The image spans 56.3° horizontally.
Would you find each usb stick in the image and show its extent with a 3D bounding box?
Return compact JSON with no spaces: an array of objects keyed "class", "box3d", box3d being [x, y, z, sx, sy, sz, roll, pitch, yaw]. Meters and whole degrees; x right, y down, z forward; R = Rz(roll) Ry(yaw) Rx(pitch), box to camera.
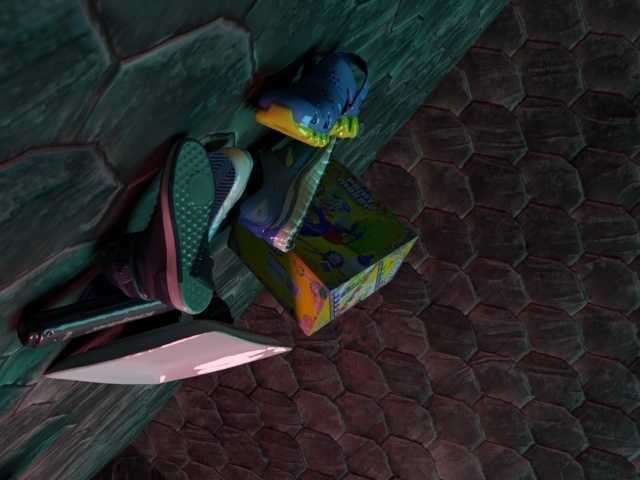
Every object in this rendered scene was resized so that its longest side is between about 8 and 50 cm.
[{"class":"usb stick","box3d":[-0.281,0.096,0.861,0.278,0.045,0.077,-13,171,-41]}]

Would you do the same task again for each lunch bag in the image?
[{"class":"lunch bag","box3d":[-0.323,0.092,0.936,0.067,0.065,0.098,-50,176,29]}]

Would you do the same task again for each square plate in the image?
[{"class":"square plate","box3d":[-0.275,0.219,1.162,0.344,0.049,0.347,-17,160,15]}]

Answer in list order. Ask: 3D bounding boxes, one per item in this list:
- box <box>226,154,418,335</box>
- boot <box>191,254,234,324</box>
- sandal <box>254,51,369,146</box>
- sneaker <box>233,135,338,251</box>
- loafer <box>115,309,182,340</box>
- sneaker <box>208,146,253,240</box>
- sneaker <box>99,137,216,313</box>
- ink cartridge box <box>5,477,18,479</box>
[{"class":"box","box3d":[0.000,0.000,1.324,0.279,0.290,0.177,-30,156,-36]},{"class":"boot","box3d":[-0.233,0.104,1.214,0.088,0.176,0.244,-50,177,10]},{"class":"sandal","box3d":[-0.003,-0.233,0.946,0.138,0.126,0.317,-67,171,22]},{"class":"sneaker","box3d":[-0.064,-0.138,1.097,0.129,0.147,0.329,115,-3,-50]},{"class":"loafer","box3d":[-0.396,0.204,1.272,0.220,0.080,0.078,-48,151,3]},{"class":"sneaker","box3d":[-0.181,-0.050,0.938,0.228,0.087,0.092,-48,178,27]},{"class":"sneaker","box3d":[-0.224,-0.024,0.802,0.086,0.164,0.226,-5,99,-55]},{"class":"ink cartridge box","box3d":[-0.771,0.666,1.352,0.353,0.119,0.207,-46,174,-16]}]
